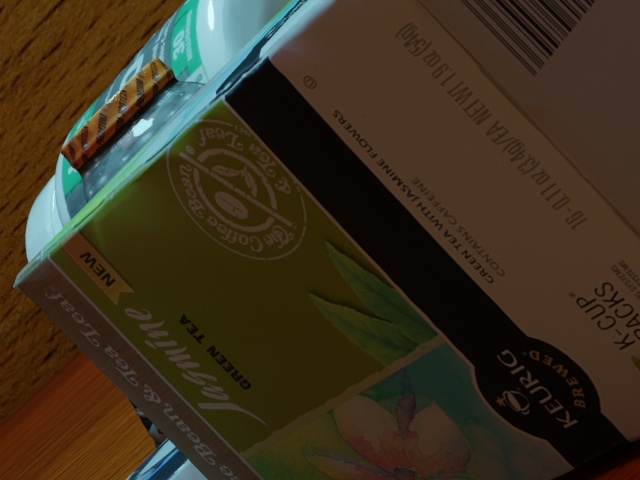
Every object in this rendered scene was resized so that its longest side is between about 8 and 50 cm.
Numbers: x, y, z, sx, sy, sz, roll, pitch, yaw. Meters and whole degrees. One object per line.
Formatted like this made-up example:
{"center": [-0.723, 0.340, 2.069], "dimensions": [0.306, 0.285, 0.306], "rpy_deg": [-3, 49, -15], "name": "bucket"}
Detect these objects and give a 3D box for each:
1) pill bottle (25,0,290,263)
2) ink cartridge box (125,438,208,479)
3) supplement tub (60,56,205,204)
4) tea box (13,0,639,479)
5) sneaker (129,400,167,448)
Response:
{"center": [-0.080, -0.061, 1.495], "dimensions": [0.361, 0.204, 0.204], "rpy_deg": [-40, 7, 48], "name": "pill bottle"}
{"center": [-0.040, 0.121, 1.286], "dimensions": [0.333, 0.065, 0.165], "rpy_deg": [-44, 5, -12], "name": "ink cartridge box"}
{"center": [-0.075, -0.023, 1.281], "dimensions": [0.117, 0.190, 0.117], "rpy_deg": [-44, 5, 5], "name": "supplement tub"}
{"center": [0.087, -0.057, 0.898], "dimensions": [0.323, 0.220, 0.329], "rpy_deg": [-38, 8, 49], "name": "tea box"}
{"center": [-0.081, 0.107, 1.558], "dimensions": [0.215, 0.083, 0.084], "rpy_deg": [-38, 7, 35], "name": "sneaker"}
